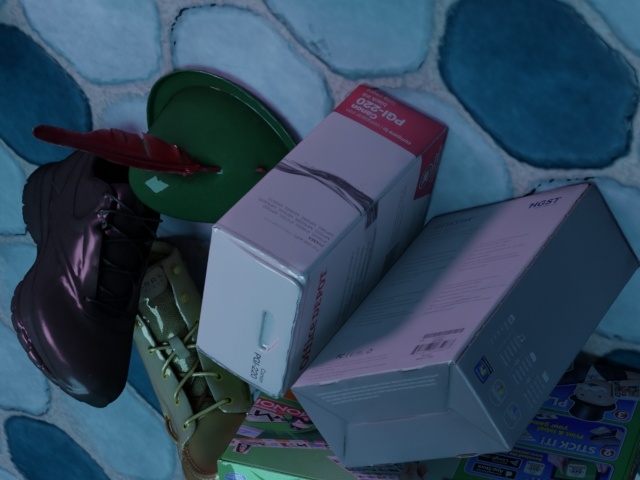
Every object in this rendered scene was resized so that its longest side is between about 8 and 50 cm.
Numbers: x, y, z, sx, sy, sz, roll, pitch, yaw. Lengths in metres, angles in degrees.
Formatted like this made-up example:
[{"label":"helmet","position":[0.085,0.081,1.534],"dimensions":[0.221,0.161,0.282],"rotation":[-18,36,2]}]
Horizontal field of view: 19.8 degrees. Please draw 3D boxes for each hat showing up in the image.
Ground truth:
[{"label":"hat","position":[-0.138,-0.037,1.602],"dimensions":[0.208,0.183,0.173],"rotation":[40,142,2]}]

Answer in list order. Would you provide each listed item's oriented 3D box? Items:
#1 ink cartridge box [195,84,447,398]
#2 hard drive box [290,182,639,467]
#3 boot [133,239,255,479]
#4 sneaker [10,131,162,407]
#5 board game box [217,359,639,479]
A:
[{"label":"ink cartridge box","position":[0.000,0.000,1.493],"dimensions":[0.092,0.218,0.158],"rotation":[29,140,16]},{"label":"hard drive box","position":[0.116,0.067,1.447],"dimensions":[0.181,0.232,0.089],"rotation":[-13,118,47]},{"label":"boot","position":[-0.126,0.118,1.732],"dimensions":[0.262,0.095,0.203],"rotation":[-113,-1,-68]},{"label":"sneaker","position":[-0.203,0.016,1.657],"dimensions":[0.130,0.286,0.109],"rotation":[-34,138,30]},{"label":"board game box","position":[0.102,0.161,1.515],"dimensions":[0.317,0.213,0.046],"rotation":[10,128,18]}]
